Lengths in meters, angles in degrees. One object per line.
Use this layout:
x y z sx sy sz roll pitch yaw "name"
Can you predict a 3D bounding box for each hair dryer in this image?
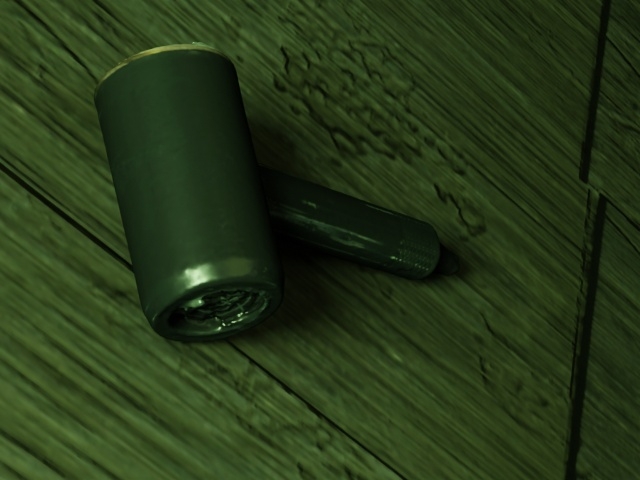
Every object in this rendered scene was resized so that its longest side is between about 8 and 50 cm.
0.000 0.000 0.909 0.255 0.070 0.128 19 49 -46 "hair dryer"
